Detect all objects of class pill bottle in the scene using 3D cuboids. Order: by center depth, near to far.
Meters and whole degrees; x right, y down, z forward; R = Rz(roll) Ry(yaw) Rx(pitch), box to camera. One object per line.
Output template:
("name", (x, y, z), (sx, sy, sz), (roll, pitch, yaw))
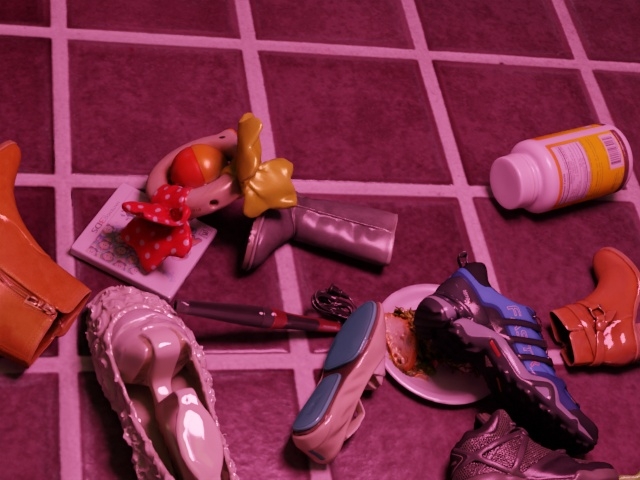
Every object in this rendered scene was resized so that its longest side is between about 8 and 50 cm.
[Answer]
("pill bottle", (0.377, -0.111, 1.836), (0.215, 0.117, 0.117), (-14, 58, -25))

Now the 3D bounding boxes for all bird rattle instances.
("bird rattle", (-0.166, -0.071, 1.625), (0.253, 0.143, 0.207), (-32, 33, 1))

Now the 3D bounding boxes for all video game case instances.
("video game case", (-0.245, 0.001, 1.628), (0.157, 0.019, 0.143), (27, 50, 5))

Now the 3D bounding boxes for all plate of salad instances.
("plate of salad", (0.172, 0.137, 1.623), (0.199, 0.048, 0.200), (8, 50, -10))

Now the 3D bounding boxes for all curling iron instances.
("curling iron", (-0.071, 0.093, 1.563), (0.274, 0.035, 0.068), (1, 60, -30))

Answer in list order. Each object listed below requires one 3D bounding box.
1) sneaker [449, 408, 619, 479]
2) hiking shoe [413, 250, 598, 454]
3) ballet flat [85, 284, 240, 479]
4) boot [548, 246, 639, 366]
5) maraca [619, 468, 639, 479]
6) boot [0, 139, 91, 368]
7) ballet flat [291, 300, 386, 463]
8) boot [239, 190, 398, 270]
("sneaker", (0.274, 0.279, 1.513), (0.227, 0.087, 0.130), (-1, 59, -10))
("hiking shoe", (0.272, 0.154, 1.557), (0.304, 0.113, 0.132), (45, 63, -2))
("ballet flat", (-0.179, 0.194, 1.421), (0.147, 0.147, 0.409), (-12, 56, -24))
("boot", (0.402, 0.096, 1.710), (0.152, 0.073, 0.197), (-7, 52, -16))
("maraca", (0.474, 0.325, 1.533), (0.185, 0.099, 0.127), (-30, 70, -6))
("boot", (-0.394, 0.018, 1.529), (0.211, 0.104, 0.295), (25, 55, -3))
("ballet flat", (0.038, 0.189, 1.531), (0.086, 0.086, 0.248), (28, 52, 6))
("boot", (0.000, 0.000, 1.677), (0.208, 0.076, 0.190), (24, 51, -6))
